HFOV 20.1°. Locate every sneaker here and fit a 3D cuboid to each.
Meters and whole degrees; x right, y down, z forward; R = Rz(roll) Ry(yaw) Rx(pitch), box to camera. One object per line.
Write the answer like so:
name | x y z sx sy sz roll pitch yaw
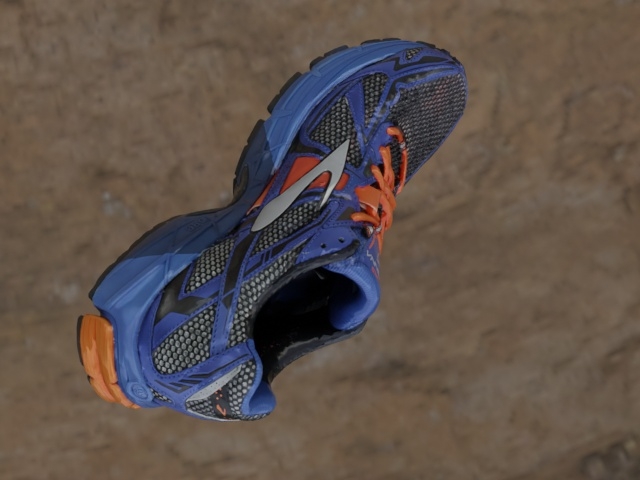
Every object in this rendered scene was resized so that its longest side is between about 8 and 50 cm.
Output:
sneaker | 0.000 0.000 0.761 0.221 0.087 0.083 -49 144 -25
